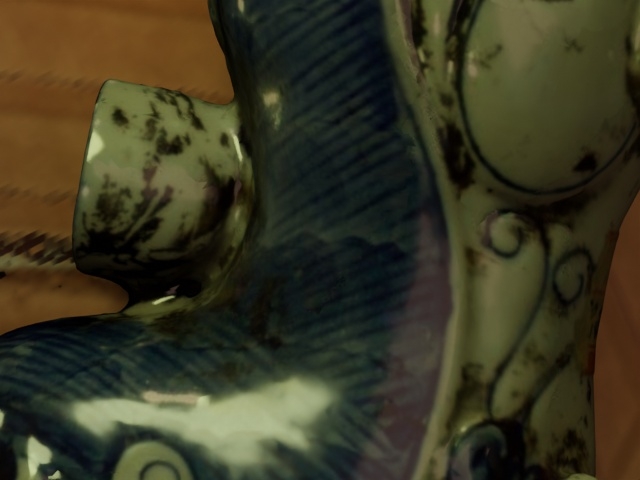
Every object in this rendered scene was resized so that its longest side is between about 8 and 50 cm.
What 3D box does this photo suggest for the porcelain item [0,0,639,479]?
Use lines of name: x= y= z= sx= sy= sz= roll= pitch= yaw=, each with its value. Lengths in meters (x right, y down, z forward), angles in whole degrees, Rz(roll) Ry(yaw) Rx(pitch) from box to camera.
porcelain item: x=0.000 y=0.000 z=0.464 sx=0.186 sy=0.138 sz=0.288 roll=11 pitch=93 yaw=-5
